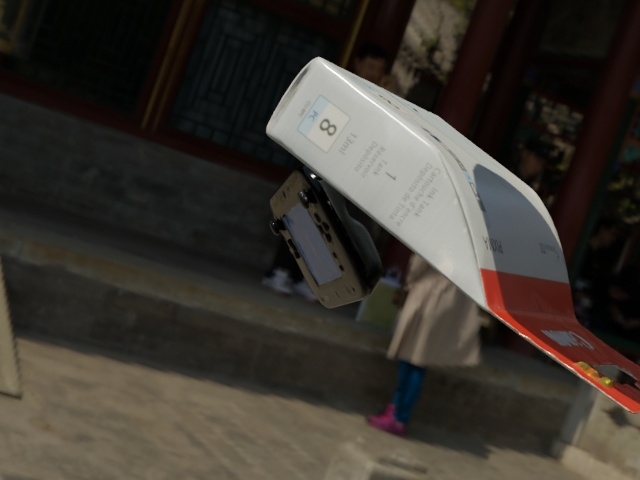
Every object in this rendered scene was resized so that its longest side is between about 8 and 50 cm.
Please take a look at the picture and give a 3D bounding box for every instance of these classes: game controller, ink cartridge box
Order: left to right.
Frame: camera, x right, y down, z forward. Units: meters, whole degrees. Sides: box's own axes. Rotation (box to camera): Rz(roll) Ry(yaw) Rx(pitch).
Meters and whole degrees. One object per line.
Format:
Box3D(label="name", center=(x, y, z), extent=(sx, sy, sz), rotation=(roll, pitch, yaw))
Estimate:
Box3D(label="game controller", center=(0.000, 0.000, 1.367), extent=(0.067, 0.166, 0.319), rotation=(-19, -3, -10))
Box3D(label="ink cartridge box", center=(0.171, -0.003, 1.018), extent=(0.385, 0.091, 0.308), rotation=(39, 12, 23))
